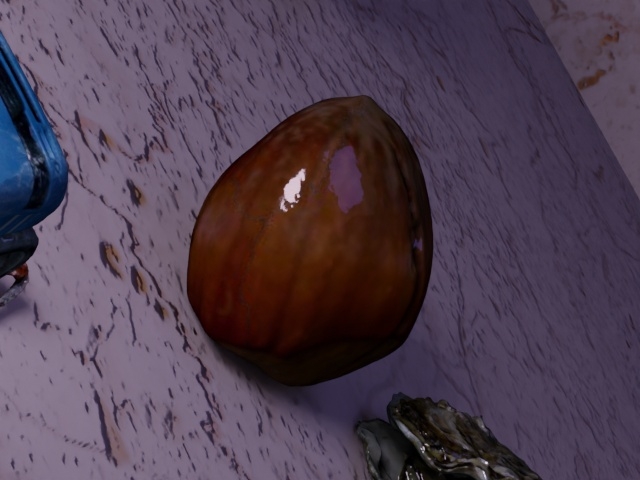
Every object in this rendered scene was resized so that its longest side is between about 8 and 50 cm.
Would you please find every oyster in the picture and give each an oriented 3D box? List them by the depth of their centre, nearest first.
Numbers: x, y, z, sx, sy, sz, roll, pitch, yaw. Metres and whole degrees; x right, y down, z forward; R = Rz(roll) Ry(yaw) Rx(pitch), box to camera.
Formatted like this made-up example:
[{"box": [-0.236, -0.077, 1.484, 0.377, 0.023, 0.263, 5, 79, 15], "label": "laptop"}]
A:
[{"box": [0.133, 0.222, 1.350, 0.268, 0.112, 0.198, 36, 8, -31], "label": "oyster"}]

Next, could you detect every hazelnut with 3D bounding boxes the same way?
[{"box": [0.003, 0.001, 1.219, 0.181, 0.181, 0.212, 62, 19, 11], "label": "hazelnut"}]

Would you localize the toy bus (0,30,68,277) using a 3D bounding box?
[{"box": [-0.221, 0.002, 0.601, 0.113, 0.246, 0.134, 61, 22, 11], "label": "toy bus"}]

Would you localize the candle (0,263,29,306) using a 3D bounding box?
[{"box": [-0.212, -0.004, 0.917, 0.162, 0.053, 0.048, 36, 36, -52], "label": "candle"}]
